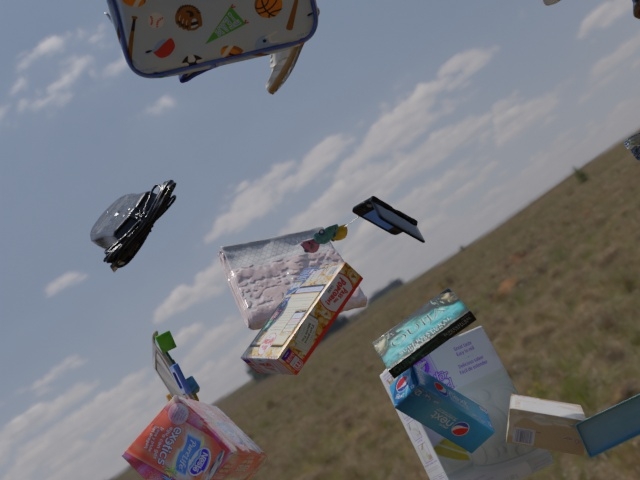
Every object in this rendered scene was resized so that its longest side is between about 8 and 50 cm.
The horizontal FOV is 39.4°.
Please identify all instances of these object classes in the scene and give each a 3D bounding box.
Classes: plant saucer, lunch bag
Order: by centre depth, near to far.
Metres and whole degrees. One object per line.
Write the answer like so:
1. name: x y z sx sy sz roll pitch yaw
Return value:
1. lunch bag: -0.161 -0.357 1.264 0.303 0.243 0.115 -13 33 -3
2. plant saucer: 0.545 0.314 1.580 0.192 0.067 0.018 -24 1 -2

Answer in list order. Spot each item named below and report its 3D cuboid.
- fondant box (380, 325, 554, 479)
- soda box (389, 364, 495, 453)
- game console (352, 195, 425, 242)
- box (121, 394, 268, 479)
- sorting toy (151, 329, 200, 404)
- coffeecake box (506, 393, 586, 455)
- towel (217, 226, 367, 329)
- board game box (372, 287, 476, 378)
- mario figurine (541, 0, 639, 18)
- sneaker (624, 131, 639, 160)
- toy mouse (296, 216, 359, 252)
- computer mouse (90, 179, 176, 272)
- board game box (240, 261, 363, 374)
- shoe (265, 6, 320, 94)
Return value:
1. fondant box: 0.310 0.380 1.913 0.238 0.330 0.096 -19 -19 -21
2. soda box: 0.237 0.328 1.737 0.071 0.210 0.067 -48 24 19
3. game console: 0.135 -0.030 1.788 0.107 0.122 0.071 -29 41 47
4. box: -0.221 0.398 1.651 0.142 0.154 0.300 -48 -15 -5
5. sorting toy: -0.298 0.295 1.883 0.047 0.196 0.347 -25 -18 -21
6. coffeecake box: 0.435 0.354 1.732 0.142 0.068 0.185 7 1 13
7. towel: -0.082 0.097 2.421 0.332 0.317 0.053 -11 -46 -19
8. board game box: 0.191 0.171 1.677 0.186 0.026 0.126 -36 21 1
9. mario figurine: 0.528 -0.554 1.792 0.170 0.320 0.198 -1 -59 -58
10. sneaker: 0.651 -0.196 1.712 0.135 0.058 0.052 -27 1 1
11. toy mouse: 0.000 0.000 2.033 0.161 0.031 0.143 -32 -11 41
12. computer mouse: -0.347 -0.022 1.651 0.188 0.072 0.272 -54 24 -15
13. board game box: -0.032 0.125 1.435 0.193 0.045 0.147 -54 18 -21
14. shoe: -0.073 -0.419 1.944 0.219 0.058 0.076 -64 0 -9
